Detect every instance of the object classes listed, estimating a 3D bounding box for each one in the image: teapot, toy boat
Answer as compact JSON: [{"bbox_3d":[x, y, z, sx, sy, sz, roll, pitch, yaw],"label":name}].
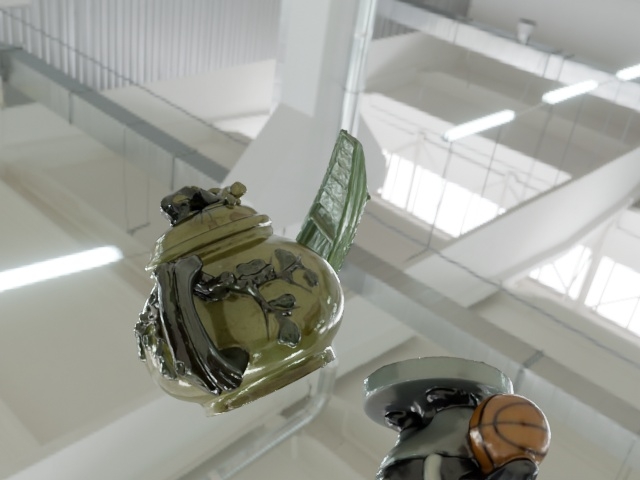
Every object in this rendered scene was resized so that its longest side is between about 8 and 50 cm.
[{"bbox_3d":[-0.079,0.039,0.627,0.173,0.183,0.269,-24,177,10],"label":"teapot"},{"bbox_3d":[0.000,0.000,1.007,0.055,0.293,0.093,12,-158,-32],"label":"toy boat"}]

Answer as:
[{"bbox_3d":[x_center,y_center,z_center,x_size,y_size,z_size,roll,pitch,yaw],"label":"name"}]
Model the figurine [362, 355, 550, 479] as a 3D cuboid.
[{"bbox_3d":[0.093,0.207,0.528,0.132,0.176,0.236,17,-125,-19],"label":"figurine"}]
